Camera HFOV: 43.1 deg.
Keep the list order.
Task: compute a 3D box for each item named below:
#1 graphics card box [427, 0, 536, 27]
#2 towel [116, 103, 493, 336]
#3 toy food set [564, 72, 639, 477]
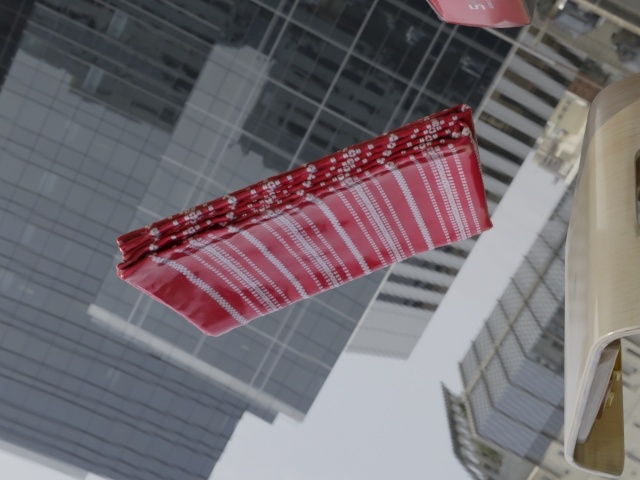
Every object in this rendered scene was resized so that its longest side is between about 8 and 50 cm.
[{"bbox_3d":[0.146,-0.374,0.617,0.094,0.371,0.233,12,-177,21],"label":"graphics card box"},{"bbox_3d":[0.000,0.000,0.640,0.199,0.274,0.031,56,-165,-64],"label":"towel"},{"bbox_3d":[0.257,0.043,0.669,0.092,0.220,0.306,3,147,13],"label":"toy food set"}]
